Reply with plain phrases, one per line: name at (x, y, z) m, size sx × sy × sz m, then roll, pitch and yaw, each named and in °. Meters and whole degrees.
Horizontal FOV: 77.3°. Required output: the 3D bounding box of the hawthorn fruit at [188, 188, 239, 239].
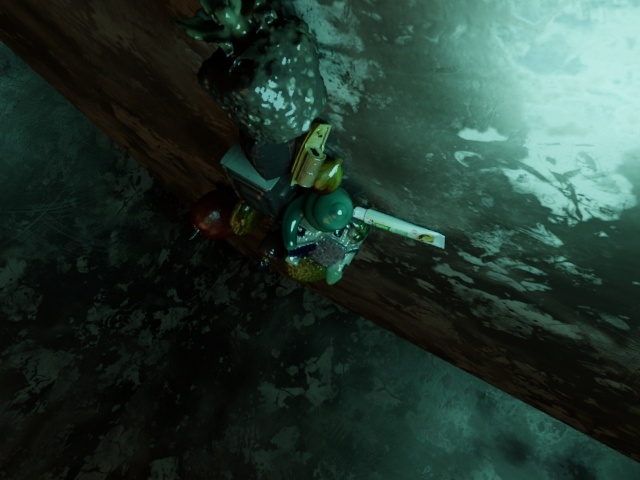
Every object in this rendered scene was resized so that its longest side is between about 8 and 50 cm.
hawthorn fruit at (-0.587, -0.118, 2.229) m, size 0.285 × 0.369 × 0.284 m, roll 33°, pitch 148°, yaw 24°

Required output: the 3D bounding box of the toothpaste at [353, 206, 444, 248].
toothpaste at (0.253, -0.047, 1.307) m, size 0.314 × 0.056 × 0.058 m, roll 22°, pitch -158°, yaw 26°

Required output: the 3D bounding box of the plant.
plant at (-0.128, -0.360, 0.783) m, size 0.213 × 0.215 × 0.312 m, roll 28°, pitch 162°, yaw 31°

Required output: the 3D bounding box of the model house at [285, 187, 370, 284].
model house at (-0.001, 0.000, 1.545) m, size 0.298 × 0.284 × 0.243 m, roll 32°, pitch 170°, yaw 6°

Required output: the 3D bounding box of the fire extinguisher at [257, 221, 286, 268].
fire extinguisher at (-0.178, -0.012, 1.731) m, size 0.114 × 0.337 × 0.135 m, roll 31°, pitch 164°, yaw 0°

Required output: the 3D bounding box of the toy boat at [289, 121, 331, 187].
toy boat at (-0.025, -0.228, 1.102) m, size 0.226 × 0.068 × 0.088 m, roll -59°, pitch 46°, yaw 45°

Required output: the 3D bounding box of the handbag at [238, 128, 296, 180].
handbag at (-0.152, -0.295, 1.130) m, size 0.215 × 0.155 × 0.169 m, roll 92°, pitch 160°, yaw -71°

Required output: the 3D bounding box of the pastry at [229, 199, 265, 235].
pastry at (-0.336, -0.139, 1.866) m, size 0.132 × 0.235 × 0.240 m, roll 35°, pitch 150°, yaw 7°

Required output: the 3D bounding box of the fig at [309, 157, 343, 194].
fig at (0.019, -0.205, 1.200) m, size 0.109 × 0.103 × 0.154 m, roll 44°, pitch 138°, yaw 3°

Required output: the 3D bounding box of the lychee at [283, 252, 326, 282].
lychee at (-0.058, 0.075, 1.935) m, size 0.320 × 0.270 × 0.270 m, roll -13°, pitch 148°, yaw 14°

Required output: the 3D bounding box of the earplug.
earplug at (-0.012, -0.086, 1.333) m, size 0.164 × 0.257 × 0.280 m, roll 63°, pitch 164°, yaw -14°

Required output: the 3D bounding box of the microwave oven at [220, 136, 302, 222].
microwave oven at (-0.206, -0.217, 1.453) m, size 0.237 × 0.181 × 0.295 m, roll 31°, pitch 165°, yaw 11°
